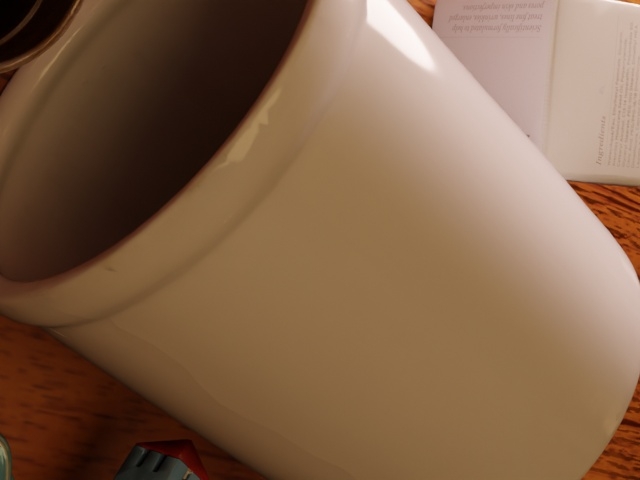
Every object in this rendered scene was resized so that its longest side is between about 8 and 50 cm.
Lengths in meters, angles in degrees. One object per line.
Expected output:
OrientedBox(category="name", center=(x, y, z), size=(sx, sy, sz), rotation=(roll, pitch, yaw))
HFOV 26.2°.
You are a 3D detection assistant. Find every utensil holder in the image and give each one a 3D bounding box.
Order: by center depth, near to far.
OrientedBox(category="utensil holder", center=(0.000, 0.000, 0.955), size=(0.385, 0.327, 0.327), rotation=(40, 74, -34))

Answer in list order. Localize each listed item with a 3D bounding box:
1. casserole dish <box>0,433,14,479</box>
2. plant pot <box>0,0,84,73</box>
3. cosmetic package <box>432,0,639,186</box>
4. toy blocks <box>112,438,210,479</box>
OrientedBox(category="casserole dish", center=(-0.282, 0.167, 0.927), size=(0.188, 0.037, 0.114), rotation=(15, 69, -39))
OrientedBox(category="plant pot", center=(-0.248, -0.186, 0.848), size=(0.167, 0.165, 0.167), rotation=(-6, 100, -34))
OrientedBox(category="cosmetic package", center=(0.207, -0.127, 1.180), size=(0.183, 0.151, 0.151), rotation=(3, 94, -36))
OrientedBox(category="toy blocks", center=(-0.114, 0.316, 1.018), size=(0.261, 0.190, 0.381), rotation=(-59, 134, -24))
